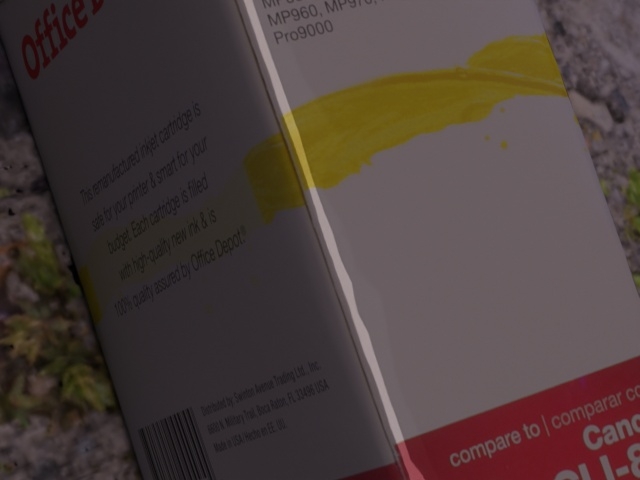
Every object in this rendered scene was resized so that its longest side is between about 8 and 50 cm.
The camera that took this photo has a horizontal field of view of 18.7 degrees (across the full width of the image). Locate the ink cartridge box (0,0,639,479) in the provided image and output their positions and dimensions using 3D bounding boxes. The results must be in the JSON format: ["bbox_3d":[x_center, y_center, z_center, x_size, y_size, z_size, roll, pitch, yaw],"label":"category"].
[{"bbox_3d":[0.000,0.000,0.951,0.160,0.279,0.385,-17,85,-28],"label":"ink cartridge box"}]
